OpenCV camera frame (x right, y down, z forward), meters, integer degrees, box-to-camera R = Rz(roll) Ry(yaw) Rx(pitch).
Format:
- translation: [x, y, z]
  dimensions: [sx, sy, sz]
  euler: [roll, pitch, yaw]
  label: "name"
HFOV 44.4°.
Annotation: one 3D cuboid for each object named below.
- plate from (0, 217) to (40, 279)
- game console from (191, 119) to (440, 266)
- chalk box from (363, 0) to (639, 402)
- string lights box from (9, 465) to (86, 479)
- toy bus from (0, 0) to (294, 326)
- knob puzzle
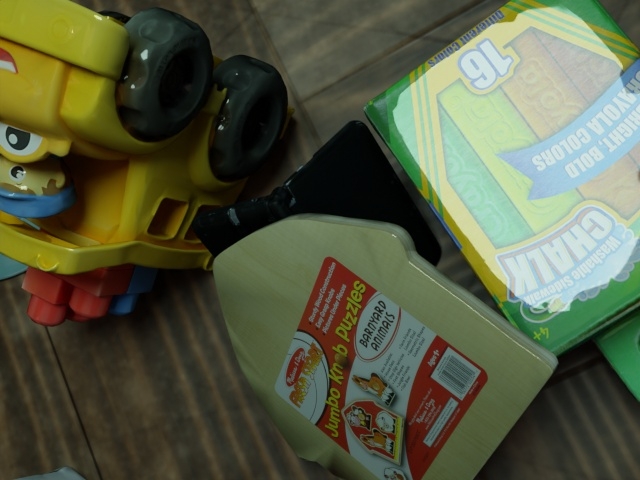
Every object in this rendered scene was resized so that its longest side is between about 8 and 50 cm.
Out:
- translation: [-0.264, -0.062, 0.614]
  dimensions: [0.188, 0.024, 0.188]
  euler: [-2, 80, 14]
  label: "plate"
- translation: [0.000, 0.000, 0.499]
  dimensions: [0.107, 0.122, 0.071]
  euler: [-12, 38, 34]
  label: "game console"
- translation: [0.144, -0.014, 0.440]
  dimensions: [0.132, 0.132, 0.213]
  euler: [-36, 75, 8]
  label: "chalk box"
- translation: [-0.238, 0.281, 0.499]
  dimensions: [0.076, 0.133, 0.260]
  euler: [31, 91, 18]
  label: "string lights box"
- translation: [-0.141, -0.041, 0.483]
  dimensions: [0.149, 0.220, 0.211]
  euler: [24, 95, 21]
  label: "toy bus"
- translation: [0.017, 0.061, 0.451]
  dimensions: [0.213, 0.030, 0.213]
  euler: [20, 125, 30]
  label: "knob puzzle"
